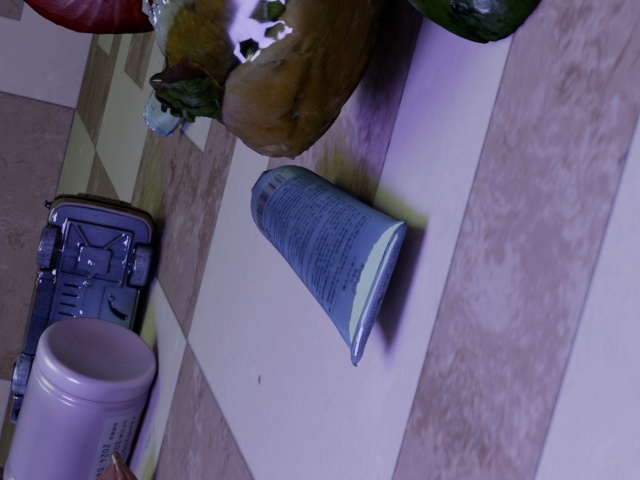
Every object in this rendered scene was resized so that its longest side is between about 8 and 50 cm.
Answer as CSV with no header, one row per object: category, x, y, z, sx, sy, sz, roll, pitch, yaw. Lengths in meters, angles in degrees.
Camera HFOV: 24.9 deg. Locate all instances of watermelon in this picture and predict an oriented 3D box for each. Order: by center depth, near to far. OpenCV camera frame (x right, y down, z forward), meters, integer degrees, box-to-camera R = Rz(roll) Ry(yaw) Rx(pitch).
watermelon,0.083,-0.153,0.784,0.092,0.075,0.181,-30,27,4

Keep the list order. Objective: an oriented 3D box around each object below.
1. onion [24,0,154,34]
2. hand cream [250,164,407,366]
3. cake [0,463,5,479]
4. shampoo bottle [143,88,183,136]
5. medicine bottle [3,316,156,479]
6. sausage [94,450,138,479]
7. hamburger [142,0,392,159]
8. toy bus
onion,-0.284,-0.424,1.850,0.341,0.341,0.341,-168,90,-75
hand cream,0.000,0.000,0.929,0.088,0.055,0.256,-67,19,8
cake,-0.366,0.360,1.799,0.135,0.147,0.134,-99,27,-58
shampoo bottle,-0.160,-0.181,1.663,0.212,0.049,0.072,136,140,-65
medicine bottle,-0.274,0.219,1.604,0.133,0.133,0.250,-105,31,-60
sausage,-0.258,0.418,1.458,0.088,0.088,0.433,-135,61,-72
hamburger,-0.015,-0.191,0.891,0.285,0.134,0.265,97,-165,-71
toy bus,-0.289,0.083,1.770,0.157,0.139,0.289,-113,34,-73
